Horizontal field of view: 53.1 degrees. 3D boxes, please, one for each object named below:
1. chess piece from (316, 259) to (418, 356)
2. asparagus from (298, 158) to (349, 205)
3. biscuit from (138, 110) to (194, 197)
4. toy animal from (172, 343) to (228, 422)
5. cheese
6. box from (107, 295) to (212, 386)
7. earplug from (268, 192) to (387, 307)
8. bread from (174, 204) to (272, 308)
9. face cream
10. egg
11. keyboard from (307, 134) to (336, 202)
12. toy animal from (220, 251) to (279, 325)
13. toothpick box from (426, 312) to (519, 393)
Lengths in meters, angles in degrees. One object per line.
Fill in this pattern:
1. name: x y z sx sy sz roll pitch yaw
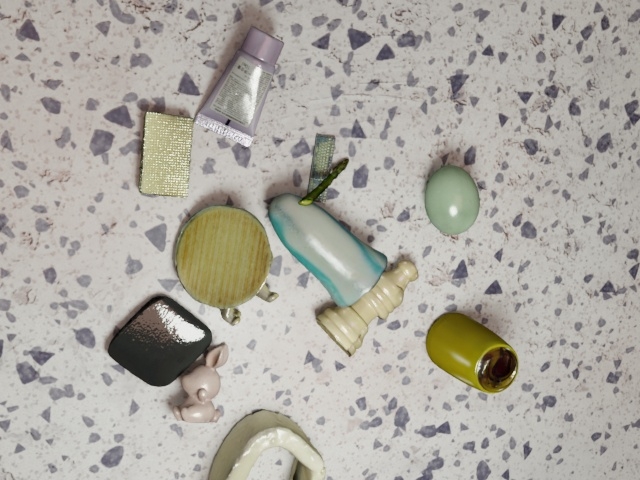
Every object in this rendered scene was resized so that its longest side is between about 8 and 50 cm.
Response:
1. chess piece: 0.143 0.164 1.763 0.307 0.124 0.139 -42 78 -11
2. asparagus: 0.011 -0.147 1.651 0.027 0.034 0.236 37 48 6
3. biscuit: -0.376 -0.207 1.558 0.121 0.040 0.200 5 100 -21
4. toy animal: -0.307 0.364 1.655 0.124 0.124 0.213 16 73 -20
5. cheese: -0.137 0.640 1.729 0.292 0.153 0.332 19 95 -20
6. box: -0.406 0.259 1.630 0.201 0.042 0.212 44 86 -20
7. earplug: 0.000 0.000 1.656 0.324 0.185 0.185 44 85 -14
8. bread: -0.238 0.040 1.578 0.266 0.040 0.267 -1 85 17
9. face cream: -0.185 -0.379 1.572 0.154 0.096 0.274 22 105 -23
10. egg: 0.360 -0.111 1.757 0.149 0.149 0.192 -15 102 -15
11. keyboard: 0.002 -0.189 1.699 0.055 0.014 0.176 7 97 -16
12. toy animal: -0.191 0.105 1.639 0.233 0.121 0.168 -44 93 4
13. toothpick box: 0.427 0.318 1.790 0.174 0.271 0.175 -3 101 -17
